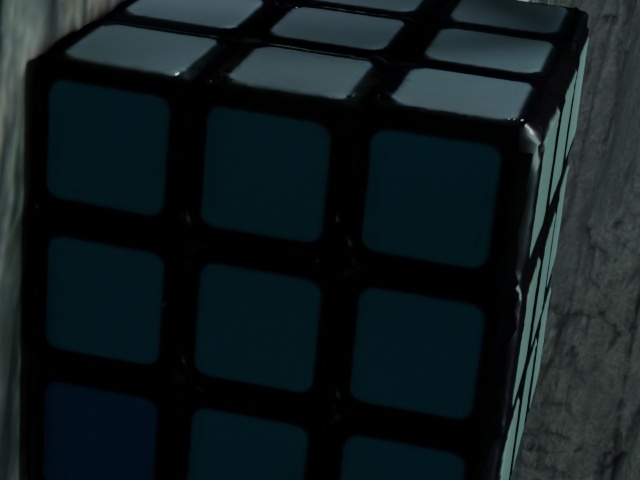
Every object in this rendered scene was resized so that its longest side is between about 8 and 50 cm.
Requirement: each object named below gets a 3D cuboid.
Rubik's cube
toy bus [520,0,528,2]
[{"bbox_3d":[0.000,0.000,0.595,0.163,0.160,0.162,-57,154,-64],"label":"Rubik's cube"},{"bbox_3d":[0.080,-0.186,1.005,0.120,0.121,0.265,101,6,-46],"label":"toy bus"}]
